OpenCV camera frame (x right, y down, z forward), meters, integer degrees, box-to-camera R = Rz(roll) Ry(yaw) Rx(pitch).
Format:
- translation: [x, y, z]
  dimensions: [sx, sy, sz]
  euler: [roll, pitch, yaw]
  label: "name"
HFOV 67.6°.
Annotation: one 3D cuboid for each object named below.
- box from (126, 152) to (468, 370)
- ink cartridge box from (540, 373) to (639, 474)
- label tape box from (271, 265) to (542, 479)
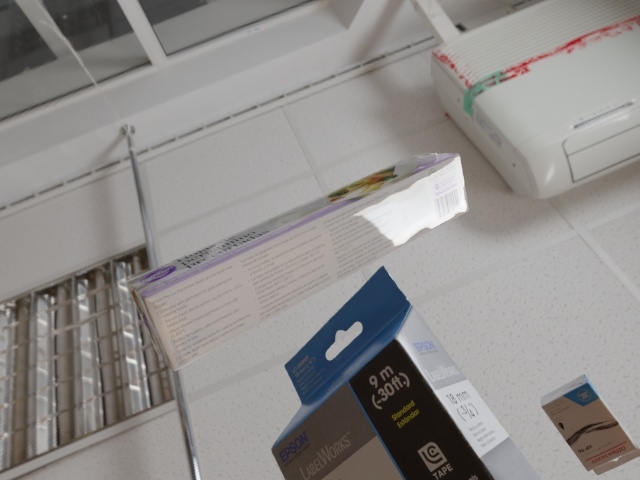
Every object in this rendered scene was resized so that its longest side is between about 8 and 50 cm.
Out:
- translation: [0.000, 0.000, 0.427]
  dimensions: [0.323, 0.067, 0.063]
  euler: [-27, -159, -26]
  label: "box"
- translation: [0.248, 0.173, 0.435]
  dimensions: [0.048, 0.028, 0.083]
  euler: [-38, -103, 19]
  label: "ink cartridge box"
- translation: [0.064, 0.228, 0.564]
  dimensions: [0.241, 0.105, 0.334]
  euler: [-49, -122, 24]
  label: "label tape box"
